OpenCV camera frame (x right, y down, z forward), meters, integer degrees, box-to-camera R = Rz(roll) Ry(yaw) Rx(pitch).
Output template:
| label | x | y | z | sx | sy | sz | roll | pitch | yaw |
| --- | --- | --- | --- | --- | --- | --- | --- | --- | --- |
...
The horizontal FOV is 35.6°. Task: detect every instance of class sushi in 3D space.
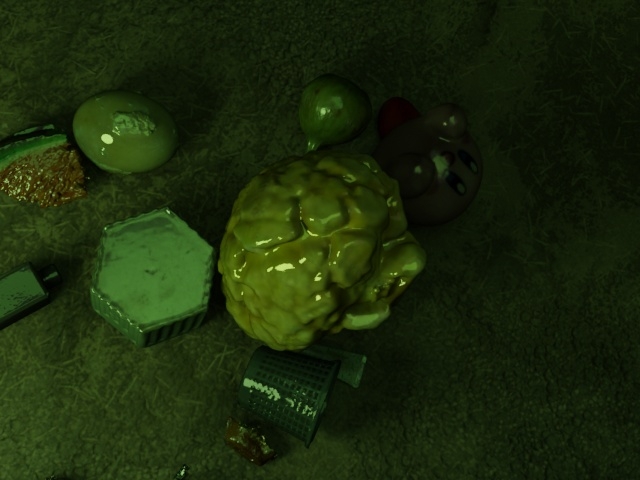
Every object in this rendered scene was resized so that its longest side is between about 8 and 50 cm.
| label | x | y | z | sx | sy | sz | roll | pitch | yaw |
| --- | --- | --- | --- | --- | --- | --- | --- | --- | --- |
| sushi | -0.131 | 0.371 | 1.849 | 0.118 | 0.061 | 0.060 | 45 | 62 | -19 |

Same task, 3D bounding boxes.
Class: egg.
| label | x | y | z | sx | sy | sz | roll | pitch | yaw |
| --- | --- | --- | --- | --- | --- | --- | --- | --- | --- |
| egg | -0.369 | -0.204 | 1.891 | 0.201 | 0.164 | 0.164 | 11 | 74 | -13 |

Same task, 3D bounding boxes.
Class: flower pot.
| label | x | y | z | sx | sy | sz | roll | pitch | yaw |
| --- | --- | --- | --- | --- | --- | --- | --- | --- | --- |
| flower pot | -0.305 | 0.069 | 1.817 | 0.239 | 0.189 | 0.209 | 41 | 72 | 1 |

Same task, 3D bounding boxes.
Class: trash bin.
| label | x | y | z | sx | sy | sz | roll | pitch | yaw |
| --- | --- | --- | --- | --- | --- | --- | --- | --- | --- |
| trash bin | -0.063 | 0.274 | 1.839 | 0.161 | 0.175 | 0.175 | 21 | 73 | 8 |

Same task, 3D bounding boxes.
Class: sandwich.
| label | x | y | z | sx | sy | sz | roll | pitch | yaw |
| --- | --- | --- | --- | --- | --- | --- | --- | --- | --- |
| sandwich | -0.542 | -0.128 | 1.871 | 0.185 | 0.109 | 0.160 | -26 | 102 | -18 |

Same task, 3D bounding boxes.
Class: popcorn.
| label | x | y | z | sx | sy | sz | roll | pitch | yaw |
| --- | --- | --- | --- | --- | --- | --- | --- | --- | --- |
| popcorn | -0.018 | 0.004 | 1.780 | 0.390 | 0.354 | 0.344 | -22 | 47 | 21 |

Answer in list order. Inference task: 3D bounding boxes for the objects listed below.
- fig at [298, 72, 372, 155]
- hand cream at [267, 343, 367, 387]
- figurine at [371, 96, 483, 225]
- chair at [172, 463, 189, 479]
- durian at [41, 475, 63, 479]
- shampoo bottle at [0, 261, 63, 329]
| label | x | y | z | sx | sy | sz | roll | pitch | yaw |
| --- | --- | --- | --- | --- | --- | --- | --- | --- | --- |
| fig | 0.007 | -0.210 | 2.000 | 0.149 | 0.149 | 0.245 | 24 | 93 | -5 |
| hand cream | -0.006 | 0.223 | 1.916 | 0.194 | 0.042 | 0.067 | 20 | 72 | -10 |
| figurine | 0.203 | -0.138 | 1.972 | 0.211 | 0.261 | 0.269 | 44 | 69 | -27 |
| chair | -0.286 | 0.518 | 1.754 | 0.106 | 0.113 | 0.229 | 43 | 69 | 3 |
| durian | -0.475 | 0.458 | 1.744 | 0.080 | 0.080 | 0.091 | -5 | 57 | -12 |
| shampoo bottle | -0.587 | 0.117 | 1.806 | 0.246 | 0.080 | 0.079 | -30 | 84 | -17 |
